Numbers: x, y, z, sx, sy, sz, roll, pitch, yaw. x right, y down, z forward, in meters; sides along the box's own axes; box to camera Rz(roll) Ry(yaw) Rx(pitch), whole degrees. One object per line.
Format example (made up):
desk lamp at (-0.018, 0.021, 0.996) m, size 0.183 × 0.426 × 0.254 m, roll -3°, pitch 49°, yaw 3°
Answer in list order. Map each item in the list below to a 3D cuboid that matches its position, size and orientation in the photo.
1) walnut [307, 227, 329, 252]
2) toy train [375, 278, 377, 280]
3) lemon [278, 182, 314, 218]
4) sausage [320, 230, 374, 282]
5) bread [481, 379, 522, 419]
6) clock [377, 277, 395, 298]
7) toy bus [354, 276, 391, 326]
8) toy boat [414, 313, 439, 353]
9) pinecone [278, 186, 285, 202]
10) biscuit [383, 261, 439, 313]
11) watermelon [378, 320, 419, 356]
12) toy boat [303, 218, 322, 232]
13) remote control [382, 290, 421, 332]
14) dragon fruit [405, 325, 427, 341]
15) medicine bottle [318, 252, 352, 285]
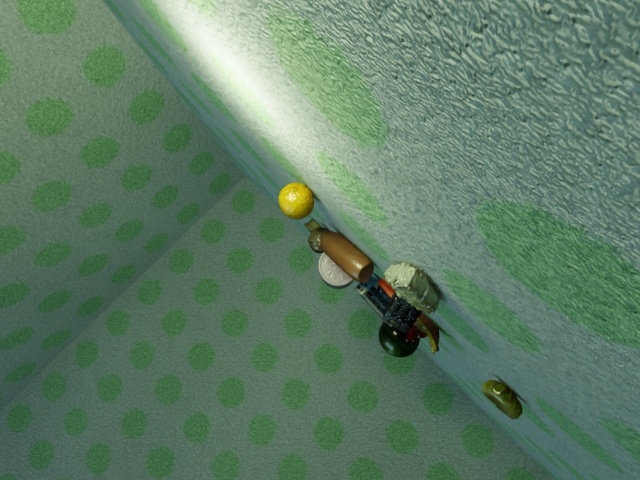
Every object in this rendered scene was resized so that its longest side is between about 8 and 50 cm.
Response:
walnut at (0.001, 0.000, 2.210) m, size 0.140 × 0.140 × 0.162 m, roll 46°, pitch 174°, yaw -6°
toy train at (0.290, 0.248, 2.256) m, size 0.099 × 0.070 × 0.172 m, roll 39°, pitch 176°, yaw -11°
lemon at (-0.093, -0.153, 1.636) m, size 0.142 × 0.142 × 0.187 m, roll 43°, pitch 174°, yaw 26°
sausage at (0.112, 0.066, 1.869) m, size 0.304 × 0.121 × 0.121 m, roll 41°, pitch 174°, yaw 37°
bread at (0.677, 0.579, 1.535) m, size 0.157 × 0.083 × 0.094 m, roll 39°, pitch 170°, yaw 42°
clock at (0.330, 0.239, 1.842) m, size 0.155 × 0.061 × 0.113 m, roll 46°, pitch 178°, yaw 42°
toy bus at (0.315, 0.309, 2.137) m, size 0.297 × 0.131 × 0.106 m, roll 48°, pitch 176°, yaw -23°
toy boat at (0.438, 0.375, 1.835) m, size 0.141 × 0.099 × 0.318 m, roll 52°, pitch 176°, yaw -32°
pinecone at (-0.161, -0.219, 2.058) m, size 0.102 × 0.102 × 0.110 m, roll 43°, pitch 142°, yaw 26°
biscuit at (0.284, 0.154, 1.269) m, size 0.179 × 0.084 × 0.281 m, roll 46°, pitch 175°, yaw 0°
watermelon at (0.460, 0.559, 2.412) m, size 0.242 × 0.242 × 0.242 m, roll 45°, pitch 176°, yaw 4°
toy boat at (-0.008, -0.041, 2.413) m, size 0.116 × 0.061 × 0.188 m, roll 38°, pitch 172°, yaw 49°
remote control at (0.333, 0.284, 1.686) m, size 0.144 × 0.062 × 0.399 m, roll 29°, pitch 159°, yaw 13°
dragon fruit at (0.492, 0.475, 2.163) m, size 0.093 × 0.122 × 0.192 m, roll 60°, pitch 179°, yaw 4°
medicine bottle at (0.095, 0.148, 2.190) m, size 0.212 × 0.212 × 0.325 m, roll 45°, pitch 176°, yaw 8°
